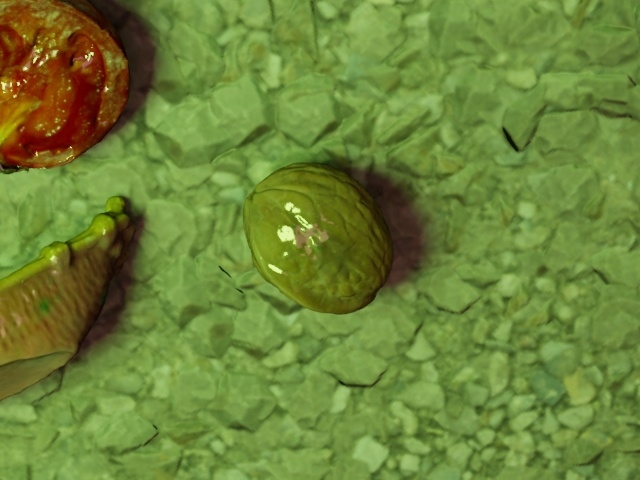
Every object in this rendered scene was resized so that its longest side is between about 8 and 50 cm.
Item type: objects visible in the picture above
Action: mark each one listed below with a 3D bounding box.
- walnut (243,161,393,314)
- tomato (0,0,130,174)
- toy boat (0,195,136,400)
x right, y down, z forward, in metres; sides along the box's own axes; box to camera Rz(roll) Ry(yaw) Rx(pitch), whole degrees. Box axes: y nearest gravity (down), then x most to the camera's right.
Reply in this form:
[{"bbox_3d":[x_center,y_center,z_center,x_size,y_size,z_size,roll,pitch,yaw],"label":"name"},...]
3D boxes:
[{"bbox_3d":[0.000,0.000,0.973,0.105,0.105,0.124,-42,107,10],"label":"walnut"},{"bbox_3d":[-0.214,-0.123,0.926,0.159,0.091,0.139,14,120,-36],"label":"tomato"},{"bbox_3d":[-0.270,0.074,0.974,0.318,0.141,0.099,-25,67,-4],"label":"toy boat"}]
